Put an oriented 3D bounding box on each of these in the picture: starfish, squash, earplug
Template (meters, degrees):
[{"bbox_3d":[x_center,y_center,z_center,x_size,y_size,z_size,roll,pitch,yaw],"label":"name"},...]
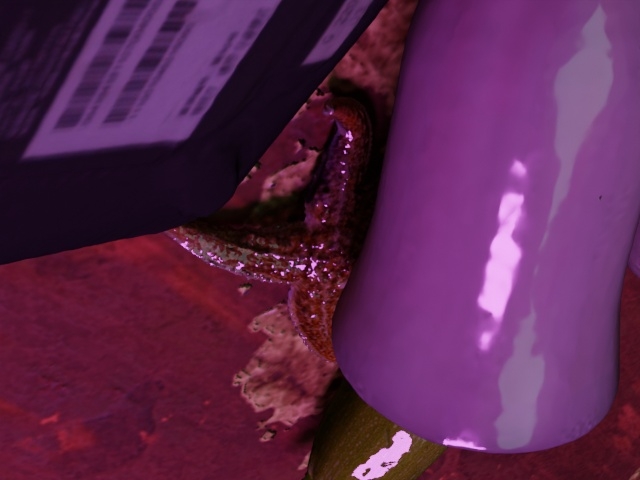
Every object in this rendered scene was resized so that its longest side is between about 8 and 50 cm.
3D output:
[{"bbox_3d":[0.005,0.004,0.693,0.238,0.057,0.213,-7,126,-33],"label":"starfish"},{"bbox_3d":[0.097,0.081,0.806,0.101,0.101,0.378,19,113,-46],"label":"squash"},{"bbox_3d":[0.104,-0.056,0.553,0.172,0.172,0.301,-14,130,-25],"label":"earplug"}]

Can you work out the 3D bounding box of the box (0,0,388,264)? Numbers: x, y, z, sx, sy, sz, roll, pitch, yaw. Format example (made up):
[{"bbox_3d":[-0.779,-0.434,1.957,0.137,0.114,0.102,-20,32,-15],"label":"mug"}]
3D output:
[{"bbox_3d":[-0.070,-0.120,0.402,0.350,0.091,0.359,-13,148,-54],"label":"box"}]

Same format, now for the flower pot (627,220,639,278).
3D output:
[{"bbox_3d":[0.346,-0.020,0.776,0.246,0.246,0.195,15,113,-44],"label":"flower pot"}]
